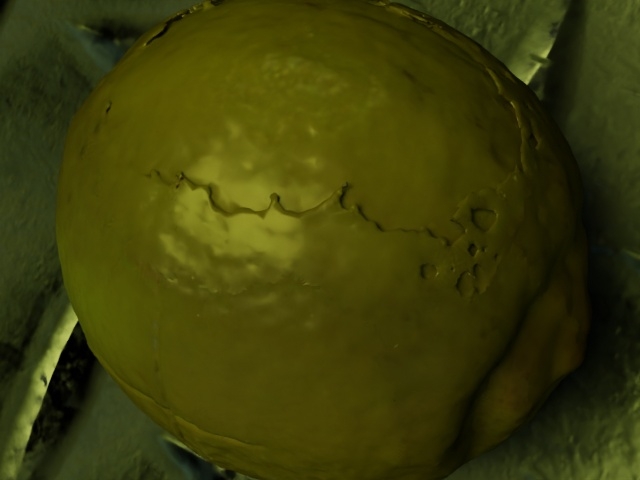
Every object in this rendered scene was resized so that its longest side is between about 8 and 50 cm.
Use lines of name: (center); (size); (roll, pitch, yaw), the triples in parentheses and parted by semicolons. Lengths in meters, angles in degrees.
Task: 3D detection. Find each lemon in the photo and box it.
lemon: (0.001, 0.000, 0.753); (0.297, 0.297, 0.297); (-6, 77, 30)
